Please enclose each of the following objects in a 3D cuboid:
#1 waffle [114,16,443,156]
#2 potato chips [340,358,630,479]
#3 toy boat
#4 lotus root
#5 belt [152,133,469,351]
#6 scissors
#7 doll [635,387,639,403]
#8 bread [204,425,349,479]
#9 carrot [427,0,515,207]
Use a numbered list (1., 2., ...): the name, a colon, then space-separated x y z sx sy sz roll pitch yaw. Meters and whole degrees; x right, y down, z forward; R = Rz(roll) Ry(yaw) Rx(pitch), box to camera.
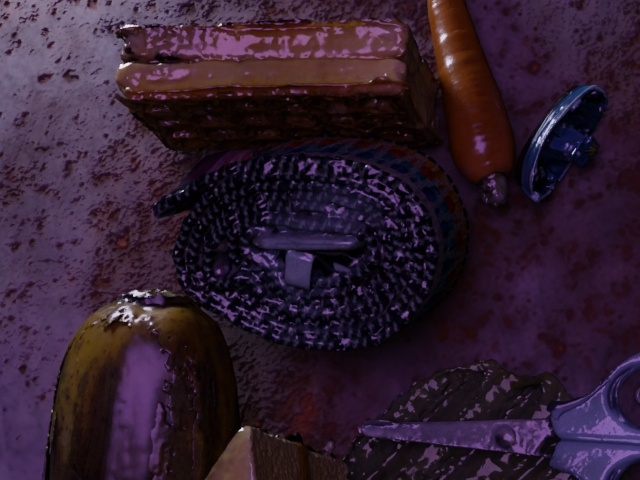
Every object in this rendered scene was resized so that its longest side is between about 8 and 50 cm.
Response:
1. waffle: -0.038 -0.155 1.713 0.308 0.213 0.091 -1 78 13
2. potato chips: 0.133 0.331 1.601 0.429 0.070 0.358 -43 65 -2
3. toy boat: 0.250 -0.098 1.699 0.061 0.060 0.137 32 80 42
4. lotus root: -0.173 0.246 1.638 0.196 0.179 0.398 0 89 34
5. belt: 0.000 0.000 1.677 0.295 0.160 0.207 -3 100 23
6. scissors: 0.207 0.188 1.580 0.360 0.029 0.191 2 75 17
7. doll: 0.360 0.140 1.607 0.113 0.071 0.135 -33 66 25
8. bread: -0.048 0.275 1.512 0.178 0.266 0.142 -42 63 7
9. carrot: 0.147 -0.187 1.753 0.069 0.069 0.336 -17 68 9
